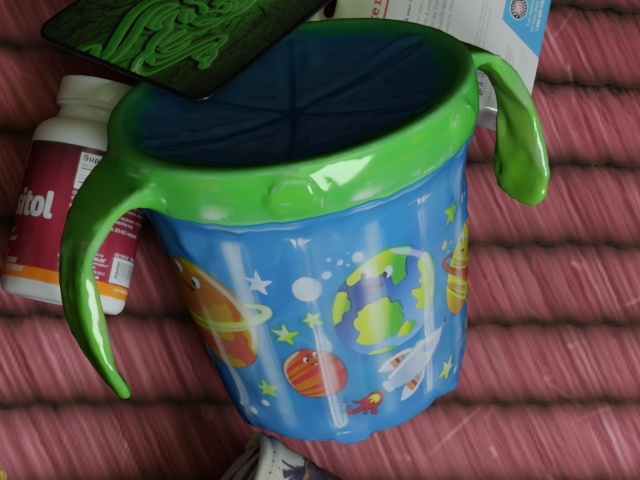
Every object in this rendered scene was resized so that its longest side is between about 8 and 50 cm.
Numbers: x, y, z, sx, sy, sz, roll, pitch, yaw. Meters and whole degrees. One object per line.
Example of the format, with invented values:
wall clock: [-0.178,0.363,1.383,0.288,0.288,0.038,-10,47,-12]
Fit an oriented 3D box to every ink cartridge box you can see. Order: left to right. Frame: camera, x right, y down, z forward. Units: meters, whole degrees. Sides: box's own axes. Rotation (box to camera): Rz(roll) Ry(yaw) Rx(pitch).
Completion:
ink cartridge box: [0.069,-0.156,1.028,0.180,0.060,0.104,15,84,-14]

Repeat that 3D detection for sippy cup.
sippy cup: [0.000,0.000,0.911,0.305,0.240,0.224,-7,119,9]

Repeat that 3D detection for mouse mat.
mouse mat: [-0.075,-0.165,0.940,0.152,0.007,0.189,24,52,29]

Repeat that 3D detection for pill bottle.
pill bottle: [-0.161,-0.031,0.949,0.086,0.086,0.152,13,83,-14]

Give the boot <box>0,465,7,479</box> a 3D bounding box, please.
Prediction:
boot: [-0.318,0.188,0.885,0.295,0.104,0.211,42,71,-23]

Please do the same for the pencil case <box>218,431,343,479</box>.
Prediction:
pencil case: [0.076,0.308,0.929,0.410,0.160,0.183,34,71,-11]
